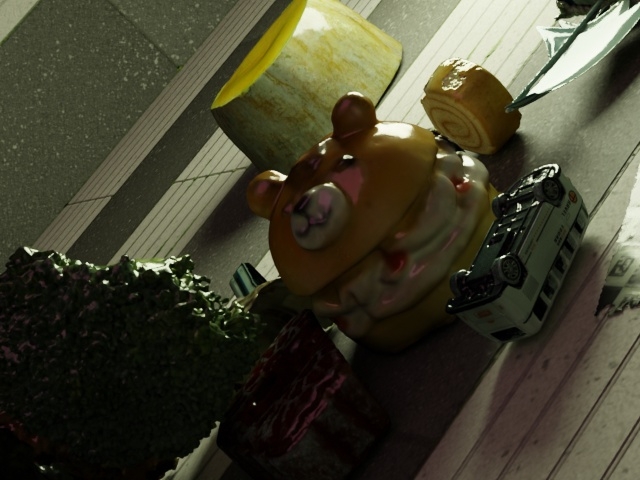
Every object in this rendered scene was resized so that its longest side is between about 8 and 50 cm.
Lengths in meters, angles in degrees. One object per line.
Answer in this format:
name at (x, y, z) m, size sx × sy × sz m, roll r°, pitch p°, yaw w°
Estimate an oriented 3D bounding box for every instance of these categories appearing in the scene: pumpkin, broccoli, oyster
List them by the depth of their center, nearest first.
broccoli at (-0.242, 0.133, 1.590) m, size 0.375 × 0.249 × 0.302 m, roll -3°, pitch -5°, yaw 14°
oyster at (-0.088, 0.119, 1.770) m, size 0.233 × 0.161 × 0.107 m, roll -56°, pitch 44°, yaw 30°
pumpkin at (-0.036, -0.281, 2.391) m, size 0.332 × 0.199 × 0.332 m, roll -39°, pitch 17°, yaw 15°

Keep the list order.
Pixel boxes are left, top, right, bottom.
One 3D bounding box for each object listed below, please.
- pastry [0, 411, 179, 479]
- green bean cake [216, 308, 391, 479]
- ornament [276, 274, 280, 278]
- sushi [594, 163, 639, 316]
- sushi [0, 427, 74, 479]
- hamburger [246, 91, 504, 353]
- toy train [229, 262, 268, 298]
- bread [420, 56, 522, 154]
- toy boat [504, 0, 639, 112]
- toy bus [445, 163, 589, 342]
pastry at (-0.276, 0.236, 1.748) m, size 0.275 × 0.275 × 0.193 m, roll -53°, pitch 20°, yaw -18°
green bean cake at (-0.011, 0.178, 1.534) m, size 0.198 × 0.097 × 0.232 m, roll -51°, pitch 18°, yaw -13°
ornament at (0.002, 0.037, 1.842) m, size 0.156 × 0.081 × 0.075 m, roll -50°, pitch -24°, yaw -20°
sushi at (0.373, -0.073, 1.292) m, size 0.290 × 0.050 × 0.264 m, roll -28°, pitch 26°, yaw 45°
sushi at (-0.313, 0.384, 1.461) m, size 0.178 × 0.294 × 0.352 m, roll -45°, pitch 17°, yaw 13°
hamburger at (0.057, -0.027, 1.601) m, size 0.276 × 0.237 × 0.276 m, roll -43°, pitch 18°, yaw 18°
toy train at (-0.083, 0.091, 1.937) m, size 0.048 × 0.055 × 0.252 m, roll -46°, pitch 18°, yaw 2°
bread at (0.191, -0.174, 1.778) m, size 0.073 × 0.122 × 0.149 m, roll -44°, pitch 27°, yaw -11°
toy boat at (0.323, -0.267, 1.733) m, size 0.291 × 0.070 × 0.210 m, roll -39°, pitch 21°, yaw 1°
toy bus at (0.207, 0.014, 1.410) m, size 0.087 × 0.089 × 0.194 m, roll -24°, pitch 29°, yaw 52°
